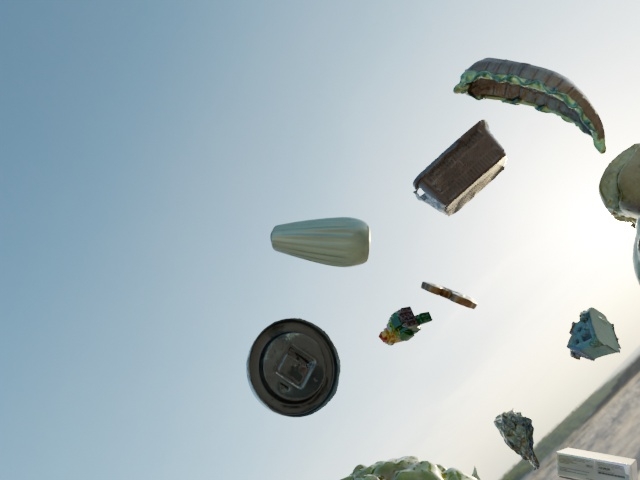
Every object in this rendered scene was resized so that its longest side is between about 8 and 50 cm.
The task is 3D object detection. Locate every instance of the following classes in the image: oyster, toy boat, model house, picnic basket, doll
[{"bbox_3d":[0.421,0.416,0.992,0.056,0.177,0.105,-14,-82,1],"label":"oyster"},{"bbox_3d":[0.390,-0.257,0.829,0.099,0.293,0.108,-59,-26,4],"label":"toy boat"},{"bbox_3d":[0.805,0.300,1.401,0.119,0.148,0.148,26,-48,-18],"label":"model house"},{"bbox_3d":[0.433,-0.206,1.387,0.297,0.129,0.222,-43,-21,5],"label":"picnic basket"},{"bbox_3d":[0.300,0.320,1.684,0.134,0.106,0.186,12,-47,-38],"label":"doll"}]

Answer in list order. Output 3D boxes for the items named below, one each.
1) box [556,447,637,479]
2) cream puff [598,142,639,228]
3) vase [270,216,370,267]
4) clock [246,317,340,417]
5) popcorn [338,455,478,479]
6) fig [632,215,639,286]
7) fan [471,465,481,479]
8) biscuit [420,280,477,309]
[{"bbox_3d":[0.572,0.471,0.949,0.129,0.130,0.051,24,-113,-49],"label":"box"},{"bbox_3d":[0.820,-0.095,1.005,0.231,0.343,0.327,39,-118,-30],"label":"cream puff"},{"bbox_3d":[0.000,0.000,1.159,0.248,0.128,0.128,3,-43,4],"label":"vase"},{"bbox_3d":[-0.078,0.364,1.318,0.280,0.280,0.055,-22,-12,-30],"label":"clock"},{"bbox_3d":[0.127,0.406,0.542,0.335,0.279,0.274,-28,-18,18],"label":"popcorn"},{"bbox_3d":[0.640,0.018,0.698,0.239,0.271,0.239,8,-90,-82],"label":"fig"},{"bbox_3d":[0.361,0.658,1.081,0.131,0.009,0.240,55,-140,-27],"label":"fan"},{"bbox_3d":[0.453,0.189,1.597,0.044,0.186,0.295,-66,-22,1],"label":"biscuit"}]
